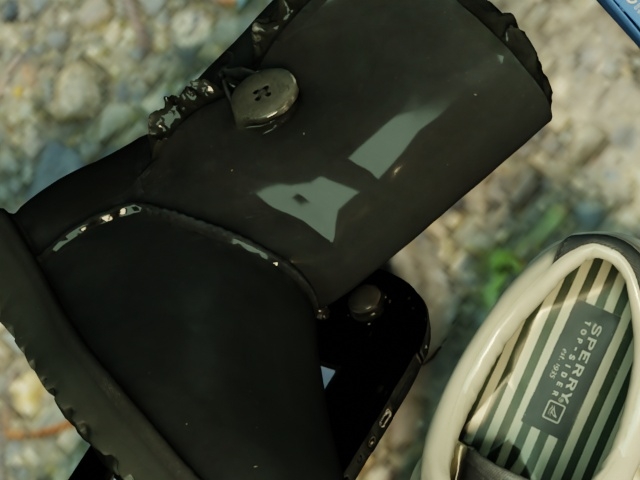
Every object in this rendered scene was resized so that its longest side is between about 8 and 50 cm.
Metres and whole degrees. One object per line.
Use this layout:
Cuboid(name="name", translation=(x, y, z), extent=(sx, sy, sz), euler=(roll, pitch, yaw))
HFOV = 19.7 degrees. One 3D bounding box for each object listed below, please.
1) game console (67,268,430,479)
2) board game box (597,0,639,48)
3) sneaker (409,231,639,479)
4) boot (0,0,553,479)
Cuboid(name="game console", translation=(-0.095, 0.146, 0.651), extent=(0.213, 0.044, 0.361), euler=(21, 65, 29))
Cuboid(name="board game box", translation=(0.124, -0.192, 0.704), extent=(0.160, 0.047, 0.210), euler=(-40, 72, 7))
Cuboid(name="sneaker", translation=(0.054, 0.112, 0.646), extent=(0.094, 0.091, 0.258), euler=(17, 85, 19))
Cuboid(name="boot", translation=(0.000, 0.000, 0.629), extent=(0.207, 0.094, 0.246), euler=(-40, 39, -6))
